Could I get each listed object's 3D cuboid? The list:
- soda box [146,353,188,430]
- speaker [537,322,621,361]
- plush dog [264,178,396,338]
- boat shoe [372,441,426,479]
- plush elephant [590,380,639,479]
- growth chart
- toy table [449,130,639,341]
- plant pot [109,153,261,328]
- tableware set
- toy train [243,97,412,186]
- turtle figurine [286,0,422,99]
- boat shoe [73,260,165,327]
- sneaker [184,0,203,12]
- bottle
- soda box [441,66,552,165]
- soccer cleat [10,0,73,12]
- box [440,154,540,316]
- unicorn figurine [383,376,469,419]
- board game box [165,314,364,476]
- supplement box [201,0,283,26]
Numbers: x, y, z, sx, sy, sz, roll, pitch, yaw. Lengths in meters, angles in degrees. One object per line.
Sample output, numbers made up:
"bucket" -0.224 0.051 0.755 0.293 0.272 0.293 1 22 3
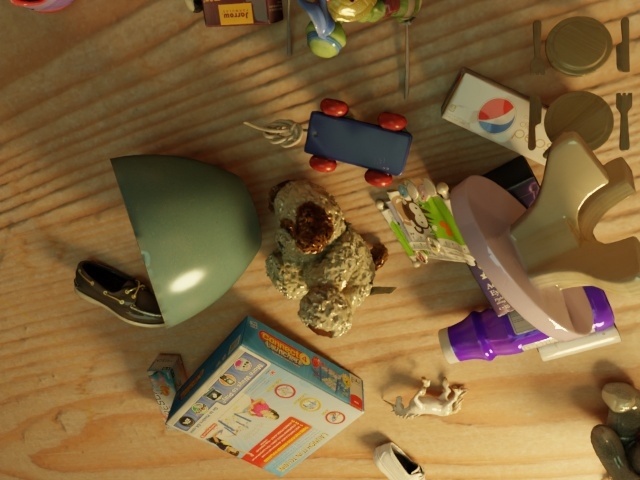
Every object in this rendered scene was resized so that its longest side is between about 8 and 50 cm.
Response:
"soda box" -0.343 0.356 1.172 0.058 0.063 0.183 -3 115 12
"speaker" 0.459 0.175 0.908 0.136 0.055 0.055 -23 109 21
"plush dog" 0.000 0.000 0.852 0.210 0.262 0.226 -33 120 -10
"boat shoe" 0.202 0.528 1.144 0.184 0.066 0.063 47 118 -2
"plush elephant" 0.629 0.455 0.897 0.271 0.255 0.330 12 118 7
"growth chart" 0.169 -0.022 0.807 0.021 0.237 0.172 -39 101 -15
"toy table" 0.315 -0.001 0.636 0.274 0.252 0.160 37 134 -21
"plant pot" -0.214 -0.021 0.861 0.195 0.290 0.291 -18 116 -19
"tableware set" 0.353 -0.211 0.695 0.128 0.039 0.194 3 84 11
"toy train" 0.021 -0.170 0.789 0.247 0.143 0.105 16 111 10
"turtle figurine" 0.042 -0.375 0.699 0.197 0.274 0.267 24 100 25
"boat shoe" -0.411 0.111 1.054 0.227 0.081 0.069 21 123 4
"sneaker" -0.213 -0.431 0.760 0.075 0.057 0.162 9 121 27
"bottle" 0.350 0.147 0.882 0.282 0.118 0.092 -23 77 23
"soda box" 0.294 -0.180 0.758 0.216 0.069 0.074 25 119 0
"soccer cleat" -0.370 -0.427 0.766 0.247 0.095 0.083 -22 109 22
"box" 0.309 -0.006 0.820 0.153 0.108 0.207 -28 108 24
"unicorn figurine" 0.216 0.331 1.037 0.161 0.060 0.111 14 118 6
"board game box" -0.117 0.344 1.072 0.301 0.086 0.308 34 119 -19
"supplement box" -0.120 -0.413 0.725 0.103 0.081 0.188 2 117 12
